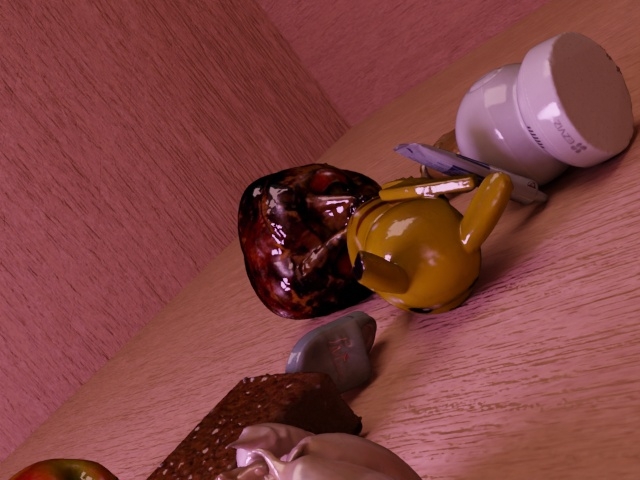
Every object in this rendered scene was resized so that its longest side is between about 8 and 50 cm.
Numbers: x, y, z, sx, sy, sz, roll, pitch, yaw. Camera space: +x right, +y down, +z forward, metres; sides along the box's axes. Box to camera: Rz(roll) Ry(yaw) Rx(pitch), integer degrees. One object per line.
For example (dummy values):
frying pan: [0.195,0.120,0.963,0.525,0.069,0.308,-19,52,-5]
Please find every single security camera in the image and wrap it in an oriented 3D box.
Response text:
security camera: [0.303,-0.168,1.174,0.236,0.194,0.194,-28,14,51]

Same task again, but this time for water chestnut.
water chestnut: [0.000,0.000,1.347,0.244,0.289,0.289,21,54,40]

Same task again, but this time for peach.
peach: [-0.348,0.389,1.052,0.197,0.197,0.197,-37,11,8]

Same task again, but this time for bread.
bread: [-0.135,0.301,0.825,0.165,0.113,0.416,-17,20,48]
bread: [0.274,-0.168,1.555,0.134,0.081,0.225,-25,15,34]

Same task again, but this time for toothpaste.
toothpaste: [0.213,-0.092,1.110,0.060,0.233,0.038,178,109,-71]

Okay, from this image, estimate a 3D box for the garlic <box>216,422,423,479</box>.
garlic: [0.009,0.215,0.537,0.185,0.203,0.281,-16,13,15]

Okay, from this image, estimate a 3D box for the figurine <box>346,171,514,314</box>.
figurine: [0.134,-0.001,1.078,0.218,0.169,0.327,-31,13,-2]

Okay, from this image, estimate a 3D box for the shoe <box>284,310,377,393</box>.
shoe: [0.031,0.148,1.033,0.078,0.079,0.195,11,21,29]
